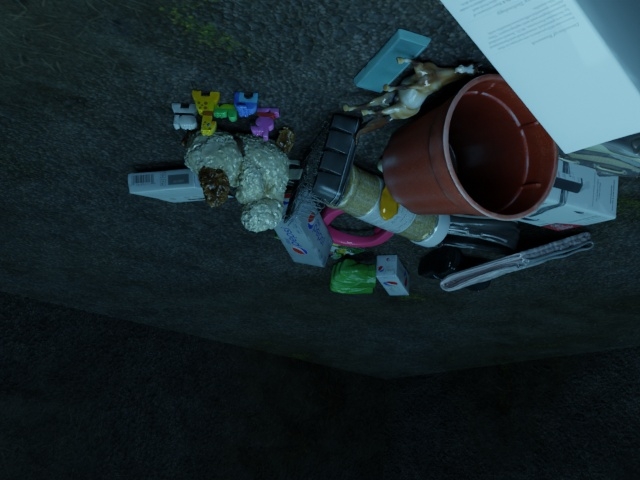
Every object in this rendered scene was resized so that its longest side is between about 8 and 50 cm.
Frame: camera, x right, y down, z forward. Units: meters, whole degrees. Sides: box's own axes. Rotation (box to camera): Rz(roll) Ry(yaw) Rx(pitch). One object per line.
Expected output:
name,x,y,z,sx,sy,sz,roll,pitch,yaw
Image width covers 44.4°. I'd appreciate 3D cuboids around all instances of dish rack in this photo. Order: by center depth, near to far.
dish rack,-0.005,-0.144,1.723,0.074,0.208,0.271,22,156,-13

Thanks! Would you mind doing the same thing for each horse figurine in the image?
horse figurine,0.158,-0.276,1.489,0.174,0.066,0.263,-9,161,-37

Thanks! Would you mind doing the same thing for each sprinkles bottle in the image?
sprinkles bottle,0.169,-0.085,1.957,0.355,0.121,0.121,20,154,-38

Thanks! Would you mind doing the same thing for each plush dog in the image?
plush dog,-0.188,-0.170,1.706,0.225,0.262,0.210,7,129,-36

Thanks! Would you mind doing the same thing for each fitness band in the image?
fitness band,0.101,-0.053,2.169,0.209,0.054,0.291,11,158,-13

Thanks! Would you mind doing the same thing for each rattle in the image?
rattle,0.224,-0.138,1.792,0.200,0.142,0.130,-3,141,34

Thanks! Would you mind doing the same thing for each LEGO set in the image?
LEGO set,-0.203,-0.249,1.614,0.227,0.093,0.087,3,160,2

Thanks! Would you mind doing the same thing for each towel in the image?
towel,0.553,0.062,2.213,0.332,0.053,0.317,-12,173,-37

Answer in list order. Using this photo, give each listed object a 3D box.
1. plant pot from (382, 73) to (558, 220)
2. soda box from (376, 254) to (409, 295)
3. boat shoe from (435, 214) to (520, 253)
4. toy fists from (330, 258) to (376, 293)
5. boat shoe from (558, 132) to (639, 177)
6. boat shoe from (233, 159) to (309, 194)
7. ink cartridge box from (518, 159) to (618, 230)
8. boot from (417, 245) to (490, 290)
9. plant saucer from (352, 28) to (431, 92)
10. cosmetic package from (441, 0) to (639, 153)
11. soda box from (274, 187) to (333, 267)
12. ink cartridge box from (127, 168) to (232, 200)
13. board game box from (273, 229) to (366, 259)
plant pot,0.273,-0.160,1.548,0.272,0.272,0.265,14,169,-27
soda box,0.239,0.116,2.567,0.069,0.073,0.216,-2,159,17
boat shoe,0.376,-0.016,2.149,0.335,0.095,0.112,1,160,8
toy fists,0.102,0.118,2.556,0.142,0.096,0.279,-2,169,-1
boat shoe,0.602,-0.197,1.586,0.355,0.132,0.130,16,159,-8
boat shoe,-0.132,-0.136,1.938,0.233,0.079,0.084,-11,157,38
ink cartridge box,0.507,-0.114,1.799,0.273,0.114,0.197,13,167,-22
boot,0.441,0.088,2.420,0.207,0.094,0.246,13,165,-16
plant saucer,0.129,-0.328,1.454,0.067,0.018,0.192,11,158,-21
cosmetic package,0.322,-0.314,1.072,0.155,0.197,0.365,-17,136,44
soda box,-0.054,-0.036,2.096,0.098,0.091,0.286,10,155,22
ink cartridge box,-0.357,-0.141,2.032,0.189,0.066,0.232,-4,180,18
board game box,0.000,0.000,2.359,0.260,0.030,0.136,20,152,-38
